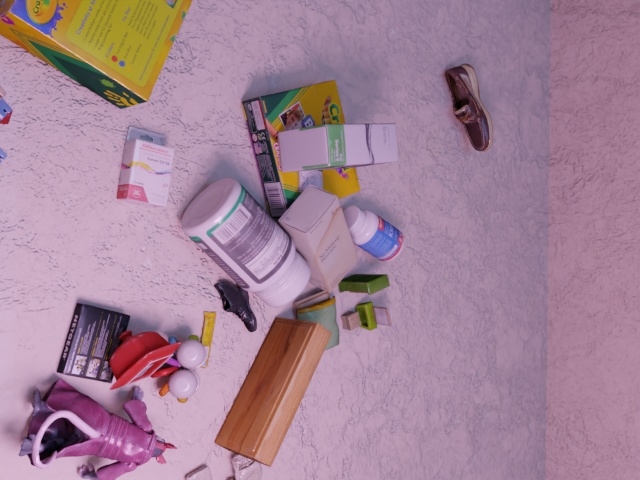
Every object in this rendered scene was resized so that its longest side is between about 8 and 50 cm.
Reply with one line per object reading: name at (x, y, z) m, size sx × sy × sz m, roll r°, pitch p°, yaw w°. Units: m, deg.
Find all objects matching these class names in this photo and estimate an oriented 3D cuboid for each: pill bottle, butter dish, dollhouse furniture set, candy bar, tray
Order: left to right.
butter dish at (-0.460, 0.278, 1.799) m, size 0.118 × 0.160 × 0.160 m, roll 52°, pitch 19°, yaw 10°
candy bar at (-0.324, 0.282, 2.032) m, size 0.040 × 0.018 × 0.161 m, roll 14°, pitch 82°, yaw -37°
pill bottle at (-0.200, 0.014, 2.018) m, size 0.361 × 0.204 × 0.204 m, roll 49°, pitch 61°, yaw -30°
tray at (-0.137, 0.423, 2.071) m, size 0.076 × 0.203 × 0.411 m, roll 41°, pitch 64°, yaw -33°
dollhouse furniture set at (0.079, 0.242, 2.293) m, size 0.301 × 0.151 × 0.197 m, roll -20°, pitch 103°, yaw -39°
pill bottle at (0.167, -0.026, 2.387) m, size 0.221 × 0.124 × 0.124 m, roll 31°, pitch 70°, yaw -37°

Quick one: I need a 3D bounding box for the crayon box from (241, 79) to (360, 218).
crayon box at (-0.052, -0.284, 2.209) m, size 0.313 × 0.106 × 0.362 m, roll -23°, pitch 105°, yaw -39°

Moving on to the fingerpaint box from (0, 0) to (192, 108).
fingerpaint box at (-0.527, -0.612, 1.761) m, size 0.371 × 0.163 × 0.444 m, roll 31°, pitch 70°, yaw -38°

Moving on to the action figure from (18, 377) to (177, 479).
action figure at (-0.507, 0.455, 1.725) m, size 0.370 × 0.276 × 0.248 m, roll 23°, pitch 69°, yaw -24°

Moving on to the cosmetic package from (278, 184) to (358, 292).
cosmetic package at (0.000, 0.000, 2.166) m, size 0.160 × 0.113 × 0.309 m, roll -50°, pitch 147°, yaw -21°

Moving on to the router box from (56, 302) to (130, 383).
router box at (-0.567, 0.258, 1.803) m, size 0.133 × 0.046 × 0.178 m, roll 22°, pitch 76°, yaw -39°

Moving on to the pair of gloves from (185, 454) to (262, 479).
pair of gloves at (-0.264, 0.722, 2.054) m, size 0.240 × 0.042 × 0.204 m, roll -11°, pitch 104°, yaw -37°

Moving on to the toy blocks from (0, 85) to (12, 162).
toy blocks at (-0.801, -0.233, 1.539) m, size 0.381 × 0.191 × 0.261 m, roll -55°, pitch 134°, yaw -25°

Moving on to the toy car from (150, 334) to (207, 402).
toy car at (-0.382, 0.335, 1.918) m, size 0.136 × 0.159 × 0.182 m, roll 14°, pitch 79°, yaw -3°

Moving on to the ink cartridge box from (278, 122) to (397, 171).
ink cartridge box at (0.055, -0.271, 2.092) m, size 0.289 × 0.211 × 0.121 m, roll -9°, pitch 95°, yaw -41°

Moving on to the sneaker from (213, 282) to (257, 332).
sneaker at (-0.245, 0.195, 2.082) m, size 0.089 × 0.051 × 0.170 m, roll -19°, pitch 98°, yaw -39°

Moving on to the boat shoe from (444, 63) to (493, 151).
boat shoe at (0.553, -0.495, 2.734) m, size 0.123 × 0.123 × 0.342 m, roll -21°, pitch 100°, yaw -30°

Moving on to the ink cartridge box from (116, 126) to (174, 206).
ink cartridge box at (-0.455, -0.195, 1.886) m, size 0.115 × 0.067 × 0.198 m, roll 11°, pitch 82°, yaw -40°
